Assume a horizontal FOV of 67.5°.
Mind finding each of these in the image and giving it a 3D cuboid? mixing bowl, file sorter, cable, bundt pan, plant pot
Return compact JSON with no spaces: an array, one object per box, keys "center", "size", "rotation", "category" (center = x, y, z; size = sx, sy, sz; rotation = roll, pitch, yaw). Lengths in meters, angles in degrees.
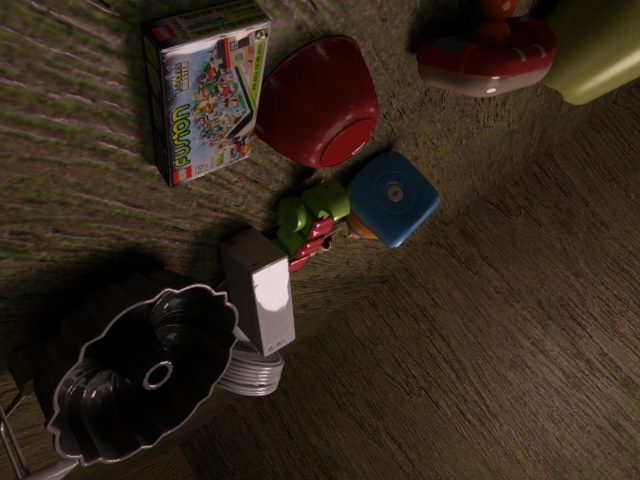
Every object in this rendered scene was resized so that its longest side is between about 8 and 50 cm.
[{"center":[0.009,-0.161,0.631],"size":[0.182,0.098,0.181],"rotation":[-33,165,-10],"category":"mixing bowl"},{"center":[-0.596,0.385,0.771],"size":[0.193,0.173,0.278],"rotation":[-43,163,25],"category":"file sorter"},{"center":[-0.213,0.282,1.157],"size":[0.257,0.257,0.089],"rotation":[22,89,-64],"category":"cable"},{"center":[-0.296,0.184,0.778],"size":[0.331,0.124,0.330],"rotation":[-35,142,-34],"category":"bundt pan"},{"center":[0.526,-0.386,0.847],"size":[0.276,0.276,0.254],"rotation":[-25,172,-36],"category":"plant pot"}]

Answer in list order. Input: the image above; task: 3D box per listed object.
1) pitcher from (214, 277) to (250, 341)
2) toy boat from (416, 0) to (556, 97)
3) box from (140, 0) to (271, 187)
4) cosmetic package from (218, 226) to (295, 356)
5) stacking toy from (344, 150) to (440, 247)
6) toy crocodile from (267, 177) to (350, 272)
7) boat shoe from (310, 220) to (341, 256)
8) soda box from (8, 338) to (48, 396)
[{"center":[-0.208,0.173,1.107],"size":[0.178,0.125,0.207],"rotation":[-29,154,-4],"category":"pitcher"},{"center":[0.257,-0.310,0.712],"size":[0.231,0.151,0.151],"rotation":[-25,132,-36],"category":"toy boat"},{"center":[-0.121,-0.145,0.510],"size":[0.114,0.036,0.207],"rotation":[-29,163,-26],"category":"box"},{"center":[-0.118,0.102,0.925],"size":[0.086,0.117,0.231],"rotation":[-27,137,-30],"category":"cosmetic package"},{"center":[0.119,-0.062,1.101],"size":[0.175,0.166,0.302],"rotation":[-44,179,-18],"category":"stacking toy"},{"center":[-0.044,-0.007,0.948],"size":[0.115,0.105,0.340],"rotation":[-23,160,-40],"category":"toy crocodile"},{"center":[0.000,0.000,1.144],"size":[0.063,0.059,0.170],"rotation":[-26,161,-32],"category":"boat shoe"},{"center":[-0.415,0.189,0.807],"size":[0.181,0.058,0.061],"rotation":[-19,156,-47],"category":"soda box"}]
